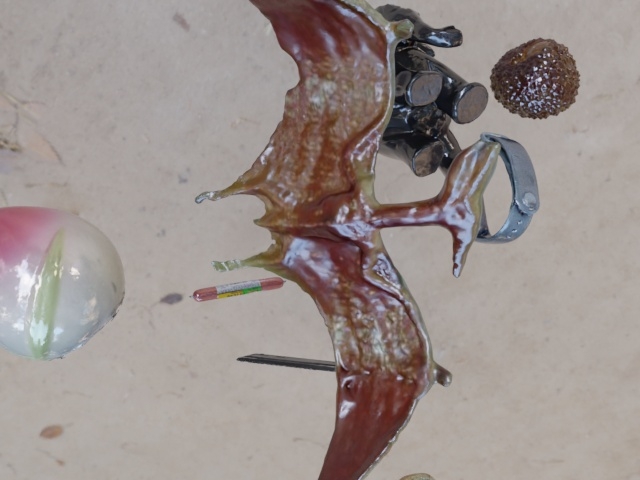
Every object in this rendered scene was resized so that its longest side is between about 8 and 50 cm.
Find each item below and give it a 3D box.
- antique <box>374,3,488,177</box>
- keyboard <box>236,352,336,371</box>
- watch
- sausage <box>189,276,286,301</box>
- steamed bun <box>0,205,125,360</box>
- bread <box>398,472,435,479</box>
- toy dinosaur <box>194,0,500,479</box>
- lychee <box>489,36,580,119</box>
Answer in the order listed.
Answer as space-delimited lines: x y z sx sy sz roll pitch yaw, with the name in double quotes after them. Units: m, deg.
0.148 -0.254 1.189 0.185 0.255 0.322 -25 137 -15 "antique"
-0.049 0.212 1.185 0.198 0.064 0.010 1 91 29 "keyboard"
0.315 -0.095 1.239 0.068 0.206 0.193 5 163 -22 "watch"
-0.179 0.106 1.496 0.223 0.029 0.029 -8 138 -23 "sausage"
-0.557 0.059 1.325 0.309 0.309 0.309 3 133 4 "steamed bun"
0.140 0.382 0.975 0.077 0.070 0.083 25 99 32 "bread"
-0.007 0.006 0.417 0.207 0.113 0.327 24 117 21 "toy dinosaur"
0.495 -0.361 1.552 0.188 0.188 0.188 3 133 4 "lychee"
